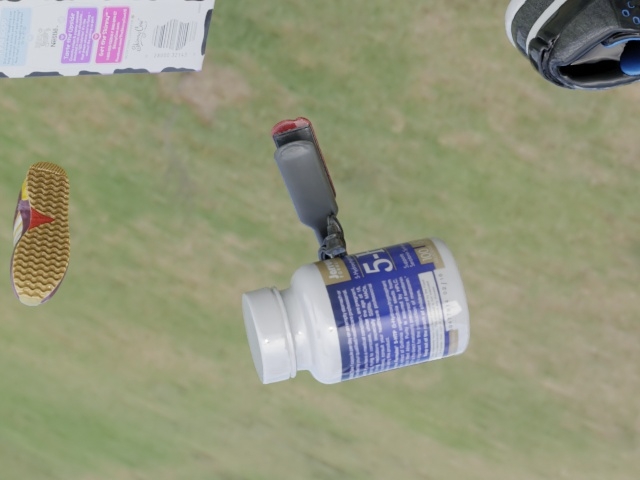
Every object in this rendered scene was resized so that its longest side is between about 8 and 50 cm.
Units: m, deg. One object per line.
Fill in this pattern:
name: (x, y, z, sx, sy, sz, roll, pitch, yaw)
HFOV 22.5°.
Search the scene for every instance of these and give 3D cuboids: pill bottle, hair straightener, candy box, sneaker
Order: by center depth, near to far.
sneaker: (0.249, -0.178, 1.170, 0.079, 0.217, 0.121, 52, -171, -36)
candy box: (-0.209, -0.196, 1.278, 0.196, 0.070, 0.165, -6, -146, -32)
pill bottle: (0.030, 0.068, 1.437, 0.187, 0.112, 0.112, -12, 166, -10)
hair straightener: (0.000, 0.000, 1.529, 0.047, 0.089, 0.230, -12, 123, 3)
sneaker: (-0.334, 0.002, 1.912, 0.069, 0.185, 0.084, 12, 151, -14)
